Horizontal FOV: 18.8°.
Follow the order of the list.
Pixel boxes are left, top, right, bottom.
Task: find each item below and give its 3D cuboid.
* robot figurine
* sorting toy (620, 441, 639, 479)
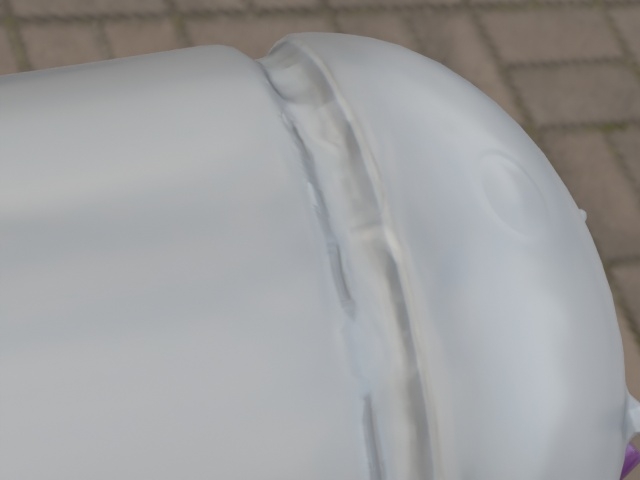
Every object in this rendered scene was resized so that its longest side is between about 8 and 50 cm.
[{"bbox_3d":[-0.067,0.050,0.546,0.354,0.199,0.300,-9,46,-12],"label":"robot figurine"},{"bbox_3d":[0.275,0.284,1.392,0.365,0.126,0.127,45,5,12],"label":"sorting toy"}]
